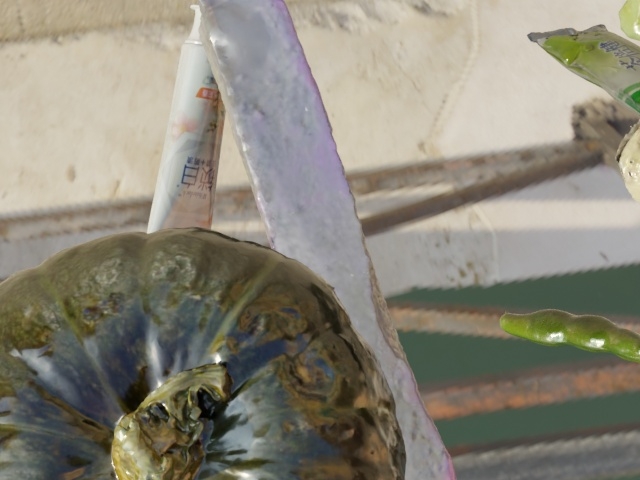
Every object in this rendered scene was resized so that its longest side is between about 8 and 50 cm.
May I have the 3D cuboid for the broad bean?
[{"bbox_3d":[0.353,0.124,1.810,0.060,0.297,0.043,-43,119,-25],"label":"broad bean"}]

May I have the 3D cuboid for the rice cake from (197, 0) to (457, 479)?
[{"bbox_3d":[0.000,0.001,0.923,0.070,0.064,0.399,-17,77,-6],"label":"rice cake"}]

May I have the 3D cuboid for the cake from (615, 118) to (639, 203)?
[{"bbox_3d":[0.328,-0.115,1.175,0.116,0.086,0.221,22,76,-40],"label":"cake"}]

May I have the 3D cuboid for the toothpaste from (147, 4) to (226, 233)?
[{"bbox_3d":[-0.154,-0.119,1.630,0.100,0.066,0.323,6,95,-44],"label":"toothpaste"}]

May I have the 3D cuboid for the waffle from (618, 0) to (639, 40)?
[{"bbox_3d":[0.330,-0.175,0.817,0.297,0.073,0.317,-34,68,-1],"label":"waffle"}]

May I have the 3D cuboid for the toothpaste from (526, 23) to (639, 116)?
[{"bbox_3d":[0.247,-0.098,0.964,0.078,0.248,0.047,-10,127,-26],"label":"toothpaste"}]

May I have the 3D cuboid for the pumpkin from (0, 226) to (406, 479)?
[{"bbox_3d":[-0.069,0.102,0.581,0.223,0.157,0.224,0,73,-1],"label":"pumpkin"}]
